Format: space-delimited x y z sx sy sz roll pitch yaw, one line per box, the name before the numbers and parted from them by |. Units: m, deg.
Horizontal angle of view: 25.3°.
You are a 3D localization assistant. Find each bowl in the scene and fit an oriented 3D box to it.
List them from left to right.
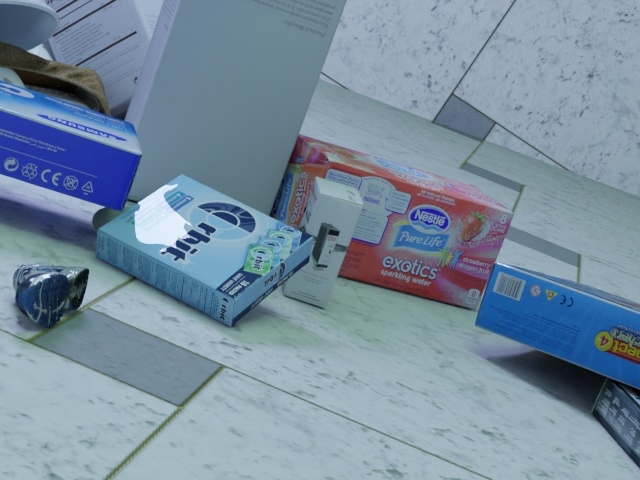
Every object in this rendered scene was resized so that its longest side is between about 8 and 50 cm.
bowl | -0.523 -0.340 1.988 0.297 0.134 0.298 -13 -8 -2

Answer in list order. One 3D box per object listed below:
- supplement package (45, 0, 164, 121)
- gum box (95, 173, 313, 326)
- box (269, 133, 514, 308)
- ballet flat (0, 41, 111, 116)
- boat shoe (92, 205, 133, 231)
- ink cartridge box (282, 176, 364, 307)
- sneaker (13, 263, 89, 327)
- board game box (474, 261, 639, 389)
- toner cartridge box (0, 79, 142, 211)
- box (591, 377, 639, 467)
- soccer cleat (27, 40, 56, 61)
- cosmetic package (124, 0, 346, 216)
supplement package | -0.324 -0.353 2.274 0.177 0.175 0.293 -6 73 -65
gum box | -0.128 0.007 1.581 0.184 0.041 0.157 27 38 21
box | 0.090 -0.027 1.954 0.300 0.154 0.142 14 14 -26
ballet flat | -0.425 -0.205 2.038 0.342 0.116 0.124 10 35 -55
boat shoe | -0.201 -0.007 1.662 0.133 0.049 0.042 10 -22 -5
ink cartridge box | 0.000 0.000 1.730 0.056 0.135 0.099 18 12 -8
sneaker | -0.263 0.047 1.328 0.058 0.052 0.135 12 4 8
board game box | 0.400 0.128 1.799 0.308 0.086 0.302 21 4 35
toner cartridge box | -0.379 -0.136 1.594 0.347 0.075 0.165 18 13 -16
box | 0.427 0.238 1.607 0.175 0.051 0.220 17 13 -16
soccer cleat | -0.464 -0.316 2.301 0.116 0.143 0.331 18 13 -11
cosmetic package | -0.123 -0.222 1.902 0.217 0.385 0.156 18 15 -17
